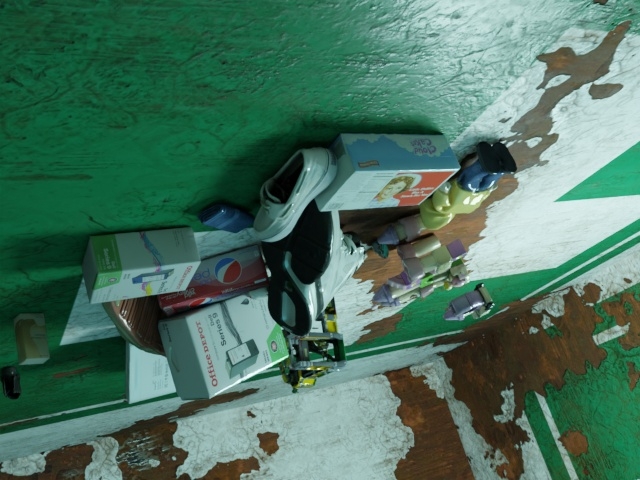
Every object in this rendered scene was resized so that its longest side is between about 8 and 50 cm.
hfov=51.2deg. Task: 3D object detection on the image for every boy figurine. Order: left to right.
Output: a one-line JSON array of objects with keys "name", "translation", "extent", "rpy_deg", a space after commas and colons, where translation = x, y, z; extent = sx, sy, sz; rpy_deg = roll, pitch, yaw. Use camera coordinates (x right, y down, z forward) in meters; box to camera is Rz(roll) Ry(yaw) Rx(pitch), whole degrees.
[{"name": "boy figurine", "translation": [0.335, -0.117, 1.568], "extent": [0.177, 0.092, 0.285], "rpy_deg": [-6, 157, -30]}]

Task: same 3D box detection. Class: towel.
[{"name": "towel", "translation": [-0.194, -0.048, 1.386], "extent": [0.067, 0.029, 0.119], "rpy_deg": [-27, 157, 23]}]

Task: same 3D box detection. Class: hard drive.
[{"name": "hard drive", "translation": [-0.397, 0.344, 1.980], "extent": [0.353, 0.047, 0.233], "rpy_deg": [-9, 124, -30]}]

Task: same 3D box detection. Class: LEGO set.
[{"name": "LEGO set", "translation": [-0.074, 0.266, 1.908], "extent": [0.192, 0.331, 0.255], "rpy_deg": [9, 161, -37]}]

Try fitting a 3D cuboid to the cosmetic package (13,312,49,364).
[{"name": "cosmetic package", "translation": [-0.679, 0.231, 1.568], "extent": [0.041, 0.115, 0.060], "rpy_deg": [-33, 156, 35]}]

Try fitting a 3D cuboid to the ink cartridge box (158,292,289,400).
[{"name": "ink cartridge box", "translation": [-0.240, 0.254, 1.691], "extent": [0.121, 0.211, 0.289], "rpy_deg": [-14, -176, 41]}]

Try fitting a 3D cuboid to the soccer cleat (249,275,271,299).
[{"name": "soccer cleat", "translation": [-0.104, 0.107, 1.731], "extent": [0.076, 0.068, 0.196], "rpy_deg": [-9, -168, 40]}]

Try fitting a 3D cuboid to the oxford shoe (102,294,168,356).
[{"name": "oxford shoe", "translation": [-0.463, 0.200, 1.653], "extent": [0.146, 0.140, 0.397], "rpy_deg": [5, 151, 15]}]

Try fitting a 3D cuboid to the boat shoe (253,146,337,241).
[{"name": "boat shoe", "translation": [-0.073, -0.086, 1.299], "extent": [0.088, 0.096, 0.267], "rpy_deg": [4, 149, -38]}]

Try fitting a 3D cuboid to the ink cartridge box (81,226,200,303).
[{"name": "ink cartridge box", "translation": [-0.375, 0.050, 1.396], "extent": [0.212, 0.093, 0.154], "rpy_deg": [-8, 157, -30]}]

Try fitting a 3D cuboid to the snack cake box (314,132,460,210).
[{"name": "snack cake box", "translation": [0.127, -0.138, 1.340], "extent": [0.264, 0.089, 0.152], "rpy_deg": [-5, 154, -33]}]

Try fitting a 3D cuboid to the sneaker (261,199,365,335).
[{"name": "sneaker", "translation": [-0.001, 0.000, 1.562], "extent": [0.257, 0.169, 0.447], "rpy_deg": [-47, 158, -39]}]

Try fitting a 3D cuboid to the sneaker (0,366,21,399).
[{"name": "sneaker", "translation": [-0.887, 0.418, 1.913], "extent": [0.051, 0.089, 0.170], "rpy_deg": [-9, 157, -24]}]

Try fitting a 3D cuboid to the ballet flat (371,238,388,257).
[{"name": "ballet flat", "translation": [0.164, 0.021, 1.867], "extent": [0.041, 0.041, 0.114], "rpy_deg": [-21, 159, 8]}]

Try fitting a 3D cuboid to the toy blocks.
[{"name": "toy blocks", "translation": [0.261, 0.117, 1.790], "extent": [0.260, 0.309, 0.288], "rpy_deg": [-24, 160, -4]}]

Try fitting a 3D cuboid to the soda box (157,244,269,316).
[{"name": "soda box", "translation": [-0.260, 0.096, 1.606], "extent": [0.263, 0.092, 0.083], "rpy_deg": [-17, 163, -6]}]
